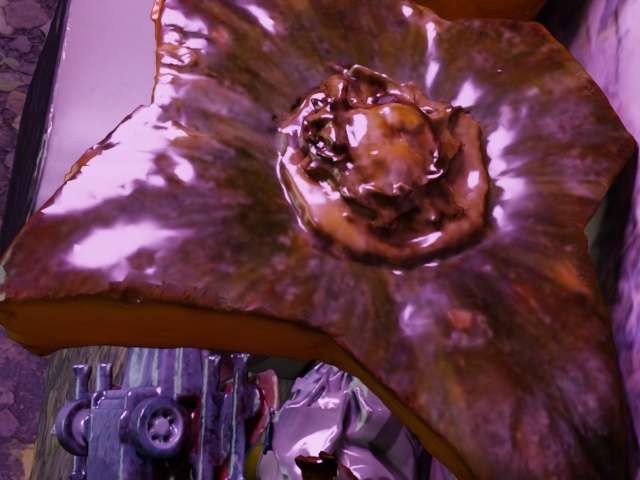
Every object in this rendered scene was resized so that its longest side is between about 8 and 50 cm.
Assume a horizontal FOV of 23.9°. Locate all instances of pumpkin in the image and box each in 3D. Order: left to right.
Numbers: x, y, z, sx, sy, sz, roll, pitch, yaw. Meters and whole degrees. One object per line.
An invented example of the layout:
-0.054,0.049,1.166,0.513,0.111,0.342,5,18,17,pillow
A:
0.023,-0.010,0.680,0.095,0.290,0.258,109,-178,-56,pumpkin

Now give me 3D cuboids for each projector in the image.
-0.101,-0.057,1.153,0.248,0.249,0.248,124,155,-54,projector

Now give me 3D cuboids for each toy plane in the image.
-0.112,0.175,0.957,0.223,0.104,0.326,-9,63,50,toy plane

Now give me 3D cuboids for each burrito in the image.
-0.021,0.235,0.884,0.139,0.101,0.445,-119,44,-72,burrito

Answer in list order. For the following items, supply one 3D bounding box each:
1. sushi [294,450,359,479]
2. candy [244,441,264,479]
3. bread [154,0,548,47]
0.034,0.246,0.573,0.179,0.167,0.296,70,-146,-72,sushi
-0.043,0.192,1.033,0.209,0.097,0.096,-54,26,42,candy
0.025,-0.187,0.915,0.337,0.148,0.328,-54,27,28,bread
